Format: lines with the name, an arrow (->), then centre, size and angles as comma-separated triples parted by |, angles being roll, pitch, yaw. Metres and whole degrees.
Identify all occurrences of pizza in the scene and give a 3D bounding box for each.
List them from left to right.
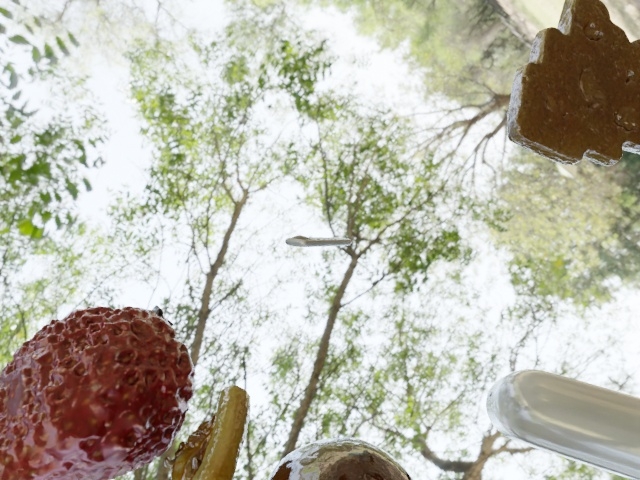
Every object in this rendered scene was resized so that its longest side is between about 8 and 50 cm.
pizza -> -0.156, 0.298, 0.627 | 0.056, 0.271, 0.134 | 34, 169, -26

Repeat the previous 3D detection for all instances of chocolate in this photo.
chocolate -> 0.021, 0.269, 0.518 | 0.176, 0.177, 0.177 | 28, -152, -16

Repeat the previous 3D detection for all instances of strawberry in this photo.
strawberry -> -0.317, 0.206, 0.702 | 0.257, 0.261, 0.261 | 20, -151, -55

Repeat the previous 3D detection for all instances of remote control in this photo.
remote control -> 0.000, 0.000, 1.447 | 0.067, 0.029, 0.261 | 6, -176, 30

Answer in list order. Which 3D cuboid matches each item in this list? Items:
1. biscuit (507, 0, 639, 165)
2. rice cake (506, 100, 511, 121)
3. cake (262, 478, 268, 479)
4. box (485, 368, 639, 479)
biscuit -> 0.386, -0.222, 0.807 | 0.301, 0.043, 0.278 | -27, -87, -18
rice cake -> 0.398, -0.263, 1.090 | 0.207, 0.033, 0.033 | -47, -59, -61
cake -> -0.035, 0.419, 0.835 | 0.086, 0.220, 0.117 | 92, 159, -78
box -> 0.501, 0.350, 1.028 | 0.349, 0.141, 0.289 | 14, 164, 15
